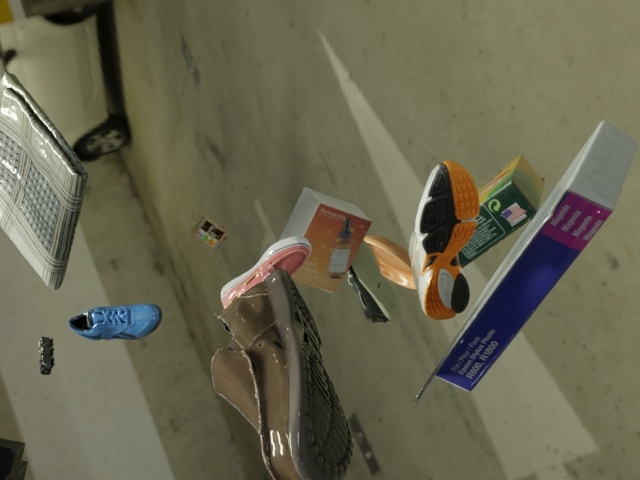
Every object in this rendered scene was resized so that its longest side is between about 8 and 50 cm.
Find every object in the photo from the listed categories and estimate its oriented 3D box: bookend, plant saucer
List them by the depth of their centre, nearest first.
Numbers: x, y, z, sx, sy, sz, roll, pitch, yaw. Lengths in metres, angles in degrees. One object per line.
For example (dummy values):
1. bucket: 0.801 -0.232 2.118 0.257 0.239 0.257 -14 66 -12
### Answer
1. bookend: -0.658 0.474 1.707 0.156 0.072 0.157 -126 48 -83
2. plant saucer: 0.174 0.048 2.034 0.200 0.037 0.200 34 165 10

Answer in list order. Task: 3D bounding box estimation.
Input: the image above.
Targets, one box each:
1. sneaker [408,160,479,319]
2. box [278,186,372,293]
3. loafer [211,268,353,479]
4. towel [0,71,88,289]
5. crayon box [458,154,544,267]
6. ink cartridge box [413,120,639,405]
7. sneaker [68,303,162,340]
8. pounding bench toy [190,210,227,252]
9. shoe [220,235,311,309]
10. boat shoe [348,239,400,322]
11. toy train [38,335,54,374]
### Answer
1. sneaker: 0.177 -0.010 1.294 0.121 0.099 0.262 -120 28 -58
2. box: 0.000 0.000 1.649 0.170 0.130 0.091 -64 28 15
3. loafer: -0.056 0.173 0.972 0.134 0.130 0.366 62 -176 -25
4. towel: -0.573 -0.114 1.609 0.324 0.056 0.312 49 133 24
5. crayon box: 0.318 -0.058 1.569 0.081 0.202 0.318 51 -157 -1
6. ink cartridge box: 0.268 0.038 1.046 0.071 0.330 0.324 34 126 9
7. sneaker: -0.425 0.167 1.691 0.082 0.209 0.069 31 -126 -58
8. pounding bench toy: -0.230 -0.022 1.715 0.065 0.052 0.083 37 -170 -19
9. shoe: -0.080 0.072 1.279 0.063 0.178 0.081 39 -158 -39
10. boat shoe: 0.088 0.082 1.772 0.079 0.084 0.233 -13 117 38
11. toy train: -0.545 0.229 1.635 0.158 0.027 0.036 -141 66 -66
